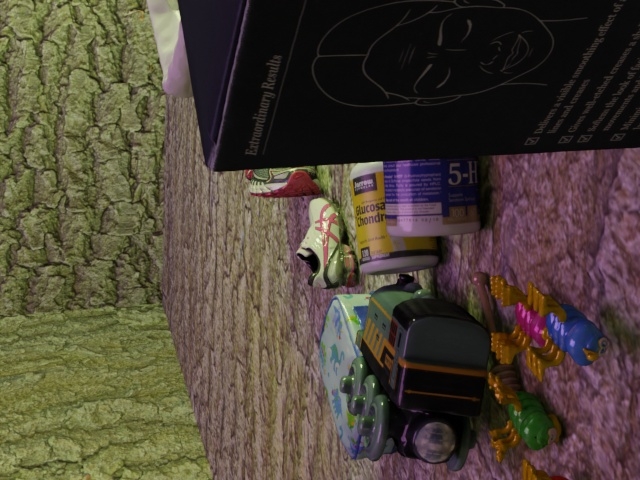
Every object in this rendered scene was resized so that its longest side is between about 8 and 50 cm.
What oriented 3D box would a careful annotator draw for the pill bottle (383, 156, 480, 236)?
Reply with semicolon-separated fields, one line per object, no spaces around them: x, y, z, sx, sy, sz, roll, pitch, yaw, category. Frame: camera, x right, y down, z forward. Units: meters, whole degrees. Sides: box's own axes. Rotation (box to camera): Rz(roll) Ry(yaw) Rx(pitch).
0.128;-0.100;1.342;0.112;0.112;0.187;-171;77;-74;pill bottle

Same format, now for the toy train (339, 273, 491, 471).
0.113;0.153;1.394;0.334;0.142;0.190;-125;45;-79;toy train

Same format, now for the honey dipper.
0.195;0.106;1.309;0.030;0.030;0.161;111;152;-56;honey dipper

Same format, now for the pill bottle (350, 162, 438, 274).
0.093;-0.051;1.491;0.103;0.103;0.184;149;115;-72;pill bottle

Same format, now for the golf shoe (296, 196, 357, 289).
0.000;0.000;1.864;0.067;0.086;0.186;100;160;-45;golf shoe

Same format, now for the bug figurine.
0.226;0.154;1.135;0.216;0.072;0.279;-115;21;-66;bug figurine

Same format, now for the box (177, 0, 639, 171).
0.107;-0.224;0.871;0.293;0.395;0.212;113;148;-57;box

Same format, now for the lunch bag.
0.066;0.193;1.669;0.176;0.090;0.219;101;158;-44;lunch bag

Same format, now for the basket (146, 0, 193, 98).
-0.044;-0.379;1.259;0.331;0.266;0.328;113;149;-55;basket

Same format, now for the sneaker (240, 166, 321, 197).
-0.079;-0.144;2.040;0.299;0.120;0.112;-135;45;-67;sneaker
